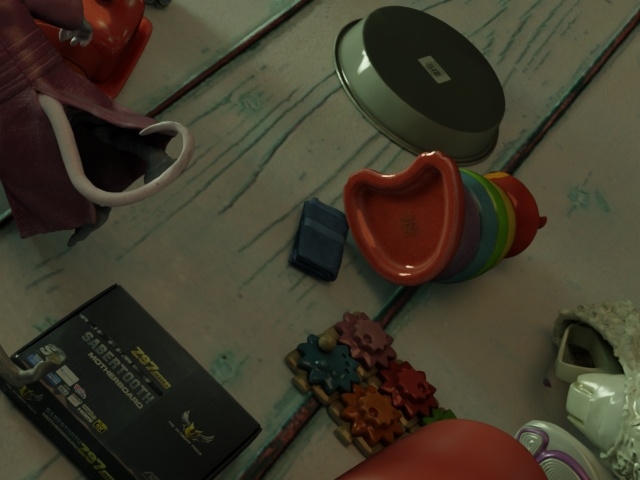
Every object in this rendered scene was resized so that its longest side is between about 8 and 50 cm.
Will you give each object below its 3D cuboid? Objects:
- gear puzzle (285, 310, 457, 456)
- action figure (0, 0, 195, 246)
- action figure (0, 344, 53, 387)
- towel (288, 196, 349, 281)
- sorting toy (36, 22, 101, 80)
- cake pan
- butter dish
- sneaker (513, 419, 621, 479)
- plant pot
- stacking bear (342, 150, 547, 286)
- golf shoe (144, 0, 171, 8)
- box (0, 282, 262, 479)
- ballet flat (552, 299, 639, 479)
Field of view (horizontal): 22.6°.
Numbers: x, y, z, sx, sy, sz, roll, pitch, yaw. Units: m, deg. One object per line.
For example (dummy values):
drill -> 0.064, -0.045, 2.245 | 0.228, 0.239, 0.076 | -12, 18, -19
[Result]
gear puzzle -> 0.114, 0.226, 1.901 | 0.339, 0.044, 0.175 | 49, 39, 11
action figure -> -0.335, -0.167, 1.724 | 0.248, 0.276, 0.370 | -37, 100, -9
action figure -> -0.475, 0.114, 1.498 | 0.330, 0.178, 0.341 | 39, 65, 9
towel -> 0.000, 0.000, 2.043 | 0.067, 0.029, 0.119 | 28, 39, -13
sorting toy -> -0.444, -0.221, 1.872 | 0.366, 0.127, 0.126 | 21, 71, -18
cake pan -> 0.157, -0.239, 2.379 | 0.293, 0.054, 0.293 | 21, 43, -21
butter dish -> -0.285, -0.287, 2.009 | 0.160, 0.118, 0.160 | 30, 51, -10
sneaker -> 0.345, 0.347, 1.947 | 0.305, 0.114, 0.152 | 51, 21, 15
plant pot -> 0.121, 0.322, 1.666 | 0.275, 0.275, 0.243 | 43, 29, 5
stacking bear -> 0.190, -0.027, 2.126 | 0.289, 0.175, 0.164 | -5, 83, -53
golf shoe -> -0.260, -0.357, 2.136 | 0.176, 0.086, 0.069 | -13, 64, -43
box -> -0.199, 0.174, 1.691 | 0.232, 0.059, 0.183 | 45, 38, 6
ballet flat -> 0.364, 0.193, 2.021 | 0.147, 0.147, 0.409 | 30, 18, -11
